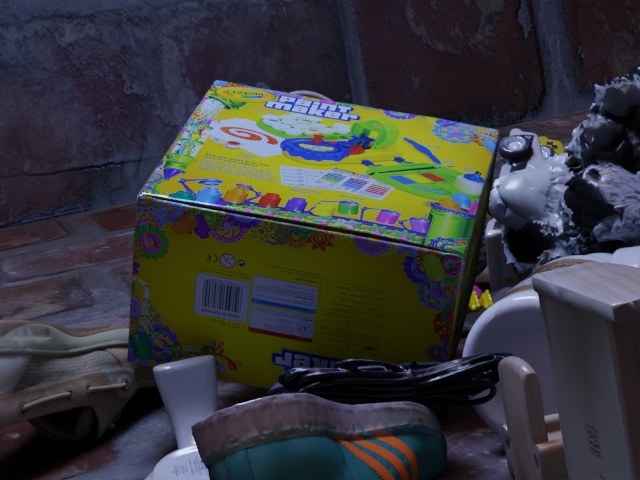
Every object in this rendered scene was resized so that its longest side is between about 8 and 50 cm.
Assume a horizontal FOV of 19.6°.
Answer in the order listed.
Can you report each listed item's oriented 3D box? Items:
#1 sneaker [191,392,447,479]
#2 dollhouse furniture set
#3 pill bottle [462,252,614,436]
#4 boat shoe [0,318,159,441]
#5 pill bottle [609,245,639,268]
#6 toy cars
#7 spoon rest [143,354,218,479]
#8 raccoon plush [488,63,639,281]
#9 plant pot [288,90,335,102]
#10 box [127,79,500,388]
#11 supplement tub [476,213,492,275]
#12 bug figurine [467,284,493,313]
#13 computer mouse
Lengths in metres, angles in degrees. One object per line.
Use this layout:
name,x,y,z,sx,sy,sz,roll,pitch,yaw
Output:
sneaker,0.012,0.183,1.321,0.108,0.121,0.302,-23,-17,24
dollhouse furniture set,0.301,0.090,1.223,0.303,0.198,0.286,-12,9,-13
pill bottle,0.214,0.083,1.576,0.131,0.131,0.229,-6,10,24
boat shoe,-0.250,0.143,1.806,0.122,0.110,0.341,-11,-11,27
pill bottle,0.391,0.051,1.415,0.323,0.181,0.181,-6,10,24
toy cars,0.257,-0.035,2.103,0.087,0.176,0.394,3,2,15
spoon rest,-0.095,0.187,1.507,0.137,0.084,0.276,-12,22,-2
raccoon plush,0.368,0.032,1.792,0.216,0.446,0.299,-47,-16,-26
plant pot,-0.086,-0.018,2.296,0.274,0.256,0.256,-23,1,34
box,0.000,0.000,1.731,0.290,0.177,0.279,11,28,8
supplement tub,0.112,0.004,2.148,0.144,0.144,0.200,-6,10,25
bug figurine,0.068,0.009,1.960,0.216,0.279,0.072,3,-40,-18
computer mouse,0.032,0.140,1.501,0.189,0.072,0.272,-4,-8,-16
